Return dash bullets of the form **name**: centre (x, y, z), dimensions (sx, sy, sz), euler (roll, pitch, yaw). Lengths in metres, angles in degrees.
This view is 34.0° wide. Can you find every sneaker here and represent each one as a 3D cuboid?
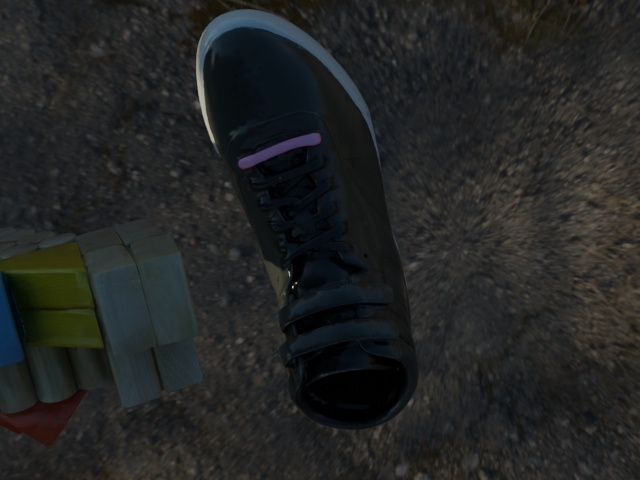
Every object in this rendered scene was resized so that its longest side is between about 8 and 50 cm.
- **sneaker**: centre (0.001, 0.000, 0.679), dimensions (0.105, 0.147, 0.295), euler (-17, 123, 9)

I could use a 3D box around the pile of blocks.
- **pile of blocks**: centre (-0.212, 0.063, 0.572), dimensions (0.362, 0.149, 0.112), euler (0, 110, 36)
